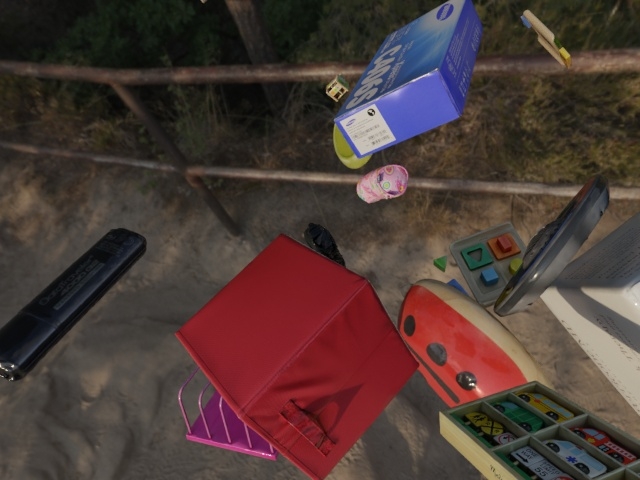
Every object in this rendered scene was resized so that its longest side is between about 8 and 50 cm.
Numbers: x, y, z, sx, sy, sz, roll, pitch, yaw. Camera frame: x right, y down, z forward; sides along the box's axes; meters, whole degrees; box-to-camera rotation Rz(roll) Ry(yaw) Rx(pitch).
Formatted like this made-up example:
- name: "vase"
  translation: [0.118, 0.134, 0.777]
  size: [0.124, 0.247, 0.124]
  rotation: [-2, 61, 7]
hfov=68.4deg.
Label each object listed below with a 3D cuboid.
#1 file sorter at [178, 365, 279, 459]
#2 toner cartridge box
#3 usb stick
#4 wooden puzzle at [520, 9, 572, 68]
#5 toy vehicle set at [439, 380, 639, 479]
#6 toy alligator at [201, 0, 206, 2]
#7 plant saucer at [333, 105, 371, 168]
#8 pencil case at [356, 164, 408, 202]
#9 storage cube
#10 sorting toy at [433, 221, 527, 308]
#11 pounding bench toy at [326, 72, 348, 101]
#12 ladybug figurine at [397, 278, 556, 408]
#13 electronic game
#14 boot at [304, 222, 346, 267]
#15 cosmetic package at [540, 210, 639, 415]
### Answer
- name: "file sorter"
  translation: [-0.236, 0.472, 1.386]
  size: [0.291, 0.182, 0.202]
  rotation: [4, 30, 19]
- name: "toner cartridge box"
  translation: [0.154, -0.274, 0.751]
  size: [0.165, 0.075, 0.347]
  rotation: [-16, 32, 35]
- name: "usb stick"
  translation: [-0.365, 0.080, 0.693]
  size: [0.077, 0.045, 0.278]
  rotation: [18, 45, 12]
- name: "wooden puzzle"
  translation: [0.312, -0.279, 0.646]
  size: [0.014, 0.079, 0.116]
  rotation: [-40, 63, 25]
- name: "toy vehicle set"
  translation: [0.284, 0.256, 0.536]
  size: [0.166, 0.035, 0.267]
  rotation: [-10, 15, -20]
- name: "toy alligator"
  translation: [-0.243, -0.598, 0.973]
  size: [0.052, 0.189, 0.056]
  rotation: [-5, 11, 28]
- name: "plant saucer"
  translation: [0.105, -0.355, 1.527]
  size: [0.037, 0.240, 0.241]
  rotation: [1, 37, -31]
- name: "pencil case"
  translation: [0.221, -0.203, 1.722]
  size: [0.124, 0.124, 0.284]
  rotation: [-39, 8, -8]
- name: "storage cube"
  translation: [-0.025, 0.139, 0.593]
  size: [0.193, 0.183, 0.215]
  rotation: [-45, 37, -16]
- name: "sorting toy"
  translation: [0.457, 0.055, 1.217]
  size: [0.348, 0.047, 0.195]
  rotation: [-21, 62, 2]
- name: "pounding bench toy"
  translation: [0.057, -0.535, 1.634]
  size: [0.065, 0.052, 0.083]
  rotation: [-38, 33, 36]
- name: "ladybug figurine"
  translation: [0.333, 0.280, 1.094]
  size: [0.162, 0.305, 0.449]
  rotation: [-33, 61, -19]
- name: "electronic game"
  translation: [0.310, 0.010, 0.642]
  size: [0.048, 0.229, 0.229]
  rotation: [36, 73, 18]
- name: "boot"
  translation: [-0.001, 0.000, 0.826]
  size: [0.045, 0.099, 0.121]
  rotation: [-35, 59, -2]
- name: "cosmetic package"
  translation: [0.628, 0.110, 0.740]
  size: [0.327, 0.394, 0.329]
  rotation: [-38, 80, 4]
